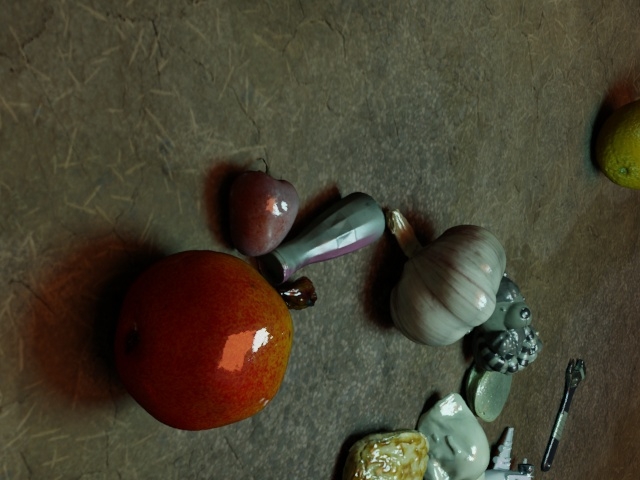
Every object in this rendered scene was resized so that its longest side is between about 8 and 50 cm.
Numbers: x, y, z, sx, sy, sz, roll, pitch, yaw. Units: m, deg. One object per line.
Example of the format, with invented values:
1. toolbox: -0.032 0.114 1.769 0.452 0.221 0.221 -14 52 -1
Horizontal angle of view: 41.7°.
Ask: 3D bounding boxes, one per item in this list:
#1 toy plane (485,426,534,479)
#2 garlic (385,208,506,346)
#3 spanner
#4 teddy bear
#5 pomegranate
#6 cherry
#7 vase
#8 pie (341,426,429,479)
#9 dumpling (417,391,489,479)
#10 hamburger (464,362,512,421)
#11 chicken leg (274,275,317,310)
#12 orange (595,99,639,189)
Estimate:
1. toy plane: 0.425 0.554 1.925 0.255 0.101 0.251 22 70 -51
2. garlic: 0.194 0.046 1.468 0.253 0.245 0.245 45 58 -6
3. spanner: 0.642 0.461 2.234 0.087 0.024 0.315 33 75 -48
4. teddy bear: 0.358 0.171 1.714 0.171 0.144 0.251 -40 126 -20
5. pomegranate: -0.131 0.122 1.045 0.257 0.221 0.221 1 99 -59
6. cherry: -0.077 -0.041 1.160 0.106 0.087 0.126 -19 111 -43
7. vase: 0.000 0.000 1.276 0.214 0.086 0.086 -28 121 -39
8. pie: 0.116 0.424 1.523 0.205 0.084 0.178 4 95 -50
9. dumpling: 0.259 0.423 1.677 0.151 0.124 0.229 -19 95 -27
10. hamburger: 0.359 0.317 1.814 0.140 0.062 0.133 -55 132 -24
11. chicken leg: -0.038 0.081 1.251 0.037 0.062 0.145 65 4 16
12. orange: 0.800 -0.239 2.084 0.236 0.236 0.236 -17 112 -48
